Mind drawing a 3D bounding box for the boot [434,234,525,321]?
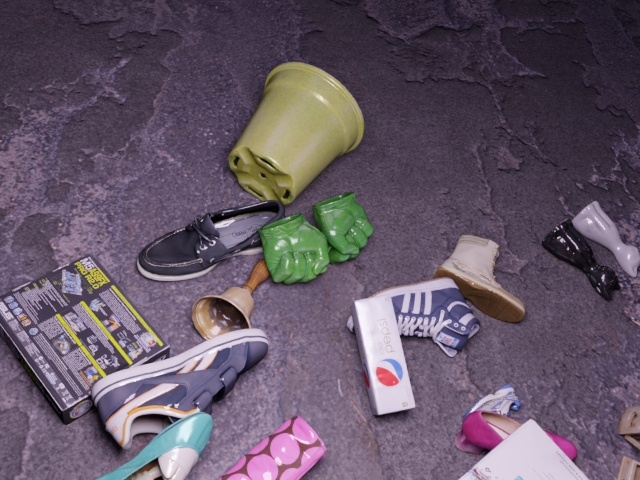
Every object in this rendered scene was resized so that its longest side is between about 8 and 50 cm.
[{"bbox_3d":[0.385,0.080,1.508,0.213,0.077,0.165,29,47,14],"label":"boot"}]

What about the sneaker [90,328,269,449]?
[{"bbox_3d":[-0.221,0.262,1.155,0.321,0.126,0.127,-18,59,-25],"label":"sneaker"}]

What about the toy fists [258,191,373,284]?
[{"bbox_3d":[0.000,0.000,1.428,0.279,0.096,0.142,-26,104,-35],"label":"toy fists"}]

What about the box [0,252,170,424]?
[{"bbox_3d":[-0.444,0.170,1.218,0.216,0.060,0.270,-31,64,-35],"label":"box"}]

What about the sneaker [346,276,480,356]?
[{"bbox_3d":[0.202,0.173,1.362,0.282,0.099,0.153,-13,53,-28],"label":"sneaker"}]

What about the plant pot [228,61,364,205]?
[{"bbox_3d":[-0.075,-0.229,1.552,0.276,0.276,0.254,28,59,10],"label":"plant pot"}]

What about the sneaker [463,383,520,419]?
[{"bbox_3d":[0.341,0.331,1.294,0.135,0.052,0.058,-20,61,-28],"label":"sneaker"}]

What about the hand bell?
[{"bbox_3d":[-0.148,0.101,1.349,0.126,0.126,0.242,26,35,8],"label":"hand bell"}]

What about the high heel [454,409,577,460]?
[{"bbox_3d":[0.379,0.363,1.230,0.244,0.117,0.082,13,48,-3],"label":"high heel"}]

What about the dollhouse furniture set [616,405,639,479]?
[{"bbox_3d":[0.679,0.434,1.290,0.182,0.101,0.161,23,72,5],"label":"dollhouse furniture set"}]

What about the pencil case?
[{"bbox_3d":[-0.080,0.388,1.105,0.098,0.095,0.209,10,37,44],"label":"pencil case"}]

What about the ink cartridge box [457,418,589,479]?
[{"bbox_3d":[0.285,0.469,1.058,0.270,0.198,0.197,-26,61,-31],"label":"ink cartridge box"}]

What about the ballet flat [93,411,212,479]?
[{"bbox_3d":[-0.264,0.371,1.038,0.247,0.083,0.087,-32,41,-11],"label":"ballet flat"}]

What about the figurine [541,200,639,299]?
[{"bbox_3d":[0.691,0.026,1.639,0.215,0.092,0.209,-27,69,-33],"label":"figurine"}]

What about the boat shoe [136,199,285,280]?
[{"bbox_3d":[-0.220,-0.013,1.400,0.340,0.113,0.127,-12,54,-24],"label":"boat shoe"}]

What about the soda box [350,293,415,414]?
[{"bbox_3d":[0.116,0.218,1.260,0.074,0.069,0.216,-10,76,-8],"label":"soda box"}]
